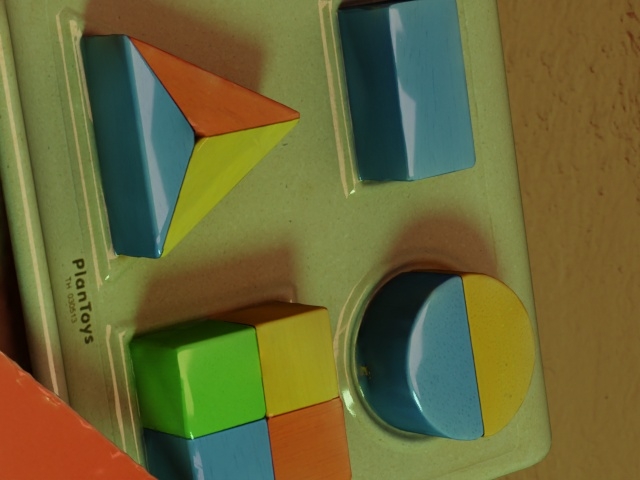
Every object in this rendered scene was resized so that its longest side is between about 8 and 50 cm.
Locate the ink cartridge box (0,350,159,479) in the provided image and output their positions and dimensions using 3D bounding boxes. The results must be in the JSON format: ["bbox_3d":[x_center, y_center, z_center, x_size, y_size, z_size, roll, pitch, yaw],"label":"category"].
[{"bbox_3d":[-0.139,0.288,0.829,0.308,0.091,0.385,44,73,-26],"label":"ink cartridge box"}]

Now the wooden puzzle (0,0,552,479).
[{"bbox_3d":[0.000,0.000,1.007,0.348,0.080,0.322,-15,100,-38],"label":"wooden puzzle"}]
